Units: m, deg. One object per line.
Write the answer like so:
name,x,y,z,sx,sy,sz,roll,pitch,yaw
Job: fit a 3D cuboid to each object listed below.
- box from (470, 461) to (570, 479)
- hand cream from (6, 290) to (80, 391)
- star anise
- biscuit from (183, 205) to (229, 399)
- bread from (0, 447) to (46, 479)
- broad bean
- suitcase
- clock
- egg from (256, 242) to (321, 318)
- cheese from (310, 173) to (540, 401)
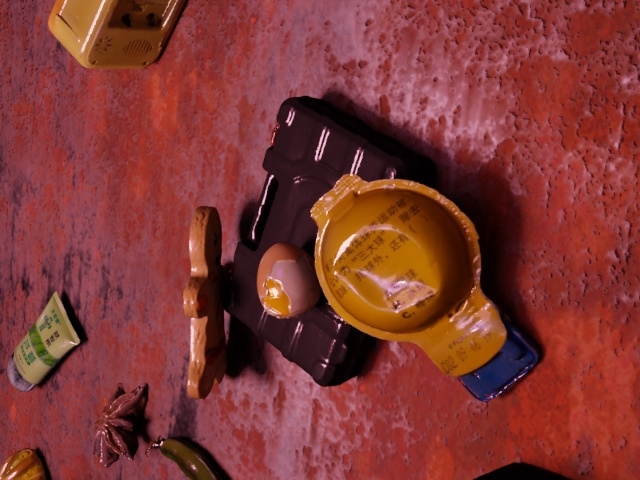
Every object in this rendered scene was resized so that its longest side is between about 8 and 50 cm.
box,0.135,0.436,0.921,0.115,0.264,0.416,14,103,42
hand cream,-0.436,0.168,1.552,0.175,0.046,0.095,-47,61,32
star anise,-0.298,0.267,1.434,0.129,0.056,0.124,-21,55,45
biscuit,-0.137,0.074,1.219,0.030,0.153,0.234,2,98,5
bread,-0.482,0.423,1.602,0.094,0.083,0.157,38,117,19
broad bean,-0.153,0.331,1.320,0.227,0.039,0.069,42,113,32
suitcase,0.000,0.000,1.133,0.206,0.066,0.286,33,115,34
clock,-0.247,-0.324,1.272,0.096,0.143,0.202,45,121,21
egg,-0.035,0.042,1.076,0.071,0.071,0.083,-25,77,40
cheese,0.100,0.048,1.002,0.270,0.069,0.177,46,113,1
